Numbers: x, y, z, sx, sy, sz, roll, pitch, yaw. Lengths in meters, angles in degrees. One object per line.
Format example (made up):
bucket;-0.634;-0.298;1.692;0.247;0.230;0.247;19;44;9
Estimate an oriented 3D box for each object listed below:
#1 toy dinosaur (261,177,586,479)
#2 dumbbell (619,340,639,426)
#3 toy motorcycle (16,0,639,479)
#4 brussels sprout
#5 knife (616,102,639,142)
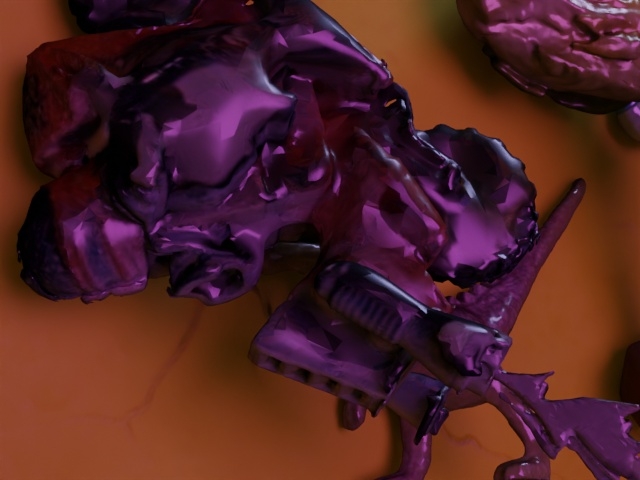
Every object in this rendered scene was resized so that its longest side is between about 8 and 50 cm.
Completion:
toy dinosaur;0.080;0.047;0.815;0.251;0.072;0.199;-2;71;-22
dumbbell;0.240;0.010;0.865;0.082;0.092;0.231;2;108;-7
toy motorcycle;0.000;0.000;0.689;0.401;0.134;0.207;36;66;8
brussels sprout;0.159;-0.148;0.885;0.181;0.100;0.139;0;76;-21
knife;0.281;-0.128;0.994;0.222;0.031;0.064;-34;95;-32
